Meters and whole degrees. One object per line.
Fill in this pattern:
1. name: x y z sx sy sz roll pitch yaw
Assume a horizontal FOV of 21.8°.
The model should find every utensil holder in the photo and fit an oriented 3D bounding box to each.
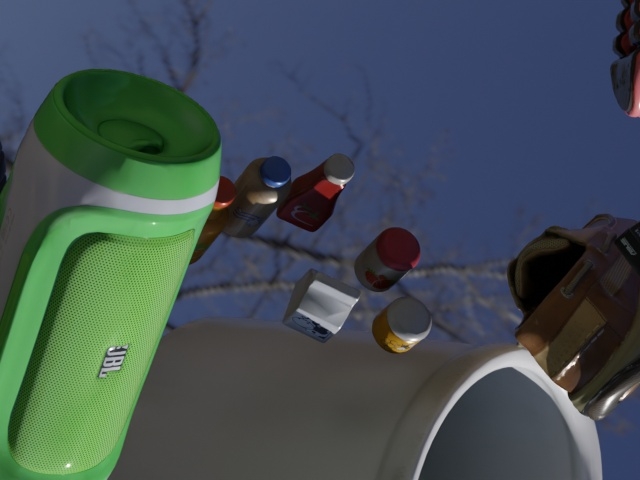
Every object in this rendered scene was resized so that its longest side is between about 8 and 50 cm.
1. utensil holder: 0.023 0.238 1.604 0.385 0.327 0.327 7 -115 40

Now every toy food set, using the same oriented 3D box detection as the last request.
1. toy food set: 0.000 0.000 1.325 0.104 0.232 0.111 -47 -160 57

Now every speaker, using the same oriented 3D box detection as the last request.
1. speaker: -0.160 0.042 1.076 0.131 0.131 0.296 -102 -150 -56

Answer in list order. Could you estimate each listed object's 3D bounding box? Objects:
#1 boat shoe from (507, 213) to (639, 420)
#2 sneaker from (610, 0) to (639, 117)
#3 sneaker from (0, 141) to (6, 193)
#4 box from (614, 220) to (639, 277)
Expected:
1. boat shoe: 0.231 0.035 1.452 0.122 0.120 0.324 -52 -176 19
2. sneaker: 0.348 -0.261 1.496 0.116 0.136 0.314 -142 -121 -86
3. sneaker: -0.378 -0.092 1.550 0.125 0.139 0.341 -57 154 -65
4. box: 0.221 0.007 0.972 0.083 0.067 0.018 -30 168 -35
